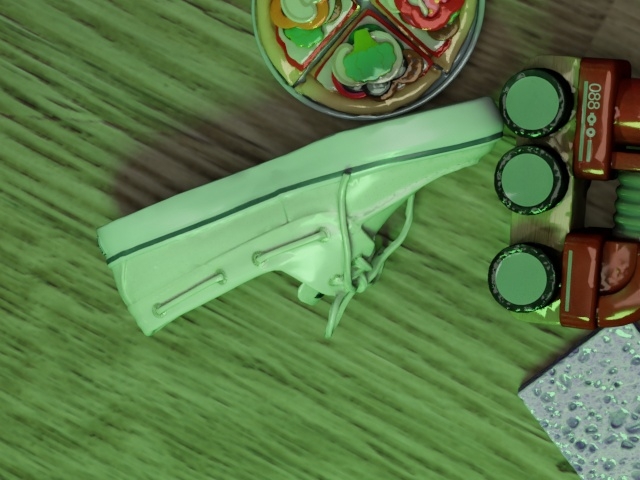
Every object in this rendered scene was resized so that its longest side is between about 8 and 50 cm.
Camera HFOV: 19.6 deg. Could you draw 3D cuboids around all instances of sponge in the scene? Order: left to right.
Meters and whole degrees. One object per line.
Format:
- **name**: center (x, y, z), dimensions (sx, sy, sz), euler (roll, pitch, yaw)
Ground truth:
- **sponge**: center (0.273, 0.176, 1.569), dimensions (0.117, 0.031, 0.210), euler (-37, 88, 11)

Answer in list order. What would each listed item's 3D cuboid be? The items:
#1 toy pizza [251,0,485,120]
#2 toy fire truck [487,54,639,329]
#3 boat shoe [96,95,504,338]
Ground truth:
- **toy pizza**: center (0.038, -0.202, 1.561), dimensions (0.201, 0.032, 0.201), euler (-1, 86, 11)
- **toy fire truck**: center (0.278, -0.037, 1.505), dimensions (0.246, 0.158, 0.217), euler (5, 96, 20)
- **boat shoe**: center (-0.004, 0.001, 1.551), dimensions (0.367, 0.136, 0.156), euler (-20, 91, 14)
